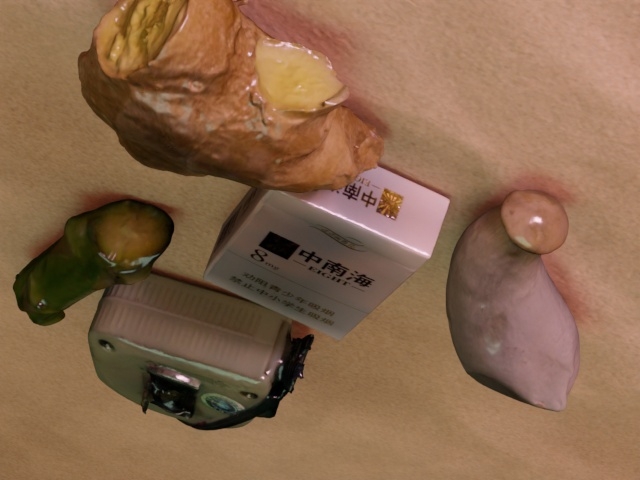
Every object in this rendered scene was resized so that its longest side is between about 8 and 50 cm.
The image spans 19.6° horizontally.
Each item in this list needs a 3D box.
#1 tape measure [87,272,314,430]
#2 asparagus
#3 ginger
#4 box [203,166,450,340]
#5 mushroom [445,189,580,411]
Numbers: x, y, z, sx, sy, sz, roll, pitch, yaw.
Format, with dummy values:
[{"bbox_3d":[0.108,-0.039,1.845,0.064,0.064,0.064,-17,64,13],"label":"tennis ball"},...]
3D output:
[{"bbox_3d":[-0.124,0.136,1.974,0.235,0.115,0.207,16,151,7],"label":"tape measure"},{"bbox_3d":[-0.252,0.029,1.902,0.085,0.082,0.343,-7,171,-33],"label":"asparagus"},{"bbox_3d":[-0.066,-0.100,1.463,0.270,0.123,0.218,37,147,-31],"label":"ginger"},{"bbox_3d":[0.000,0.000,1.676,0.155,0.067,0.243,24,154,-11],"label":"box"},{"bbox_3d":[0.164,0.047,1.617,0.118,0.103,0.270,10,147,19],"label":"mushroom"}]
